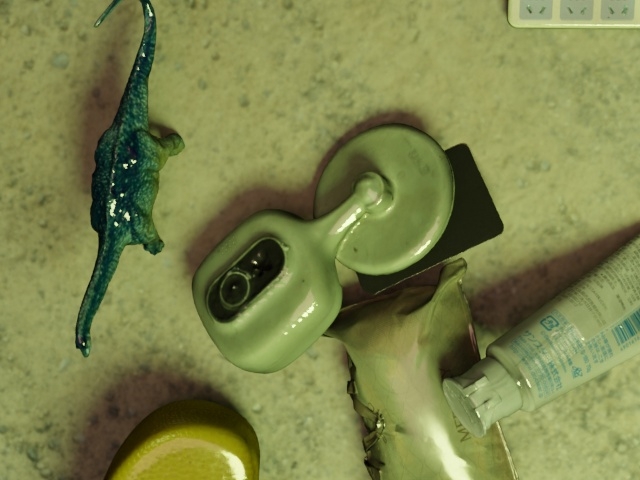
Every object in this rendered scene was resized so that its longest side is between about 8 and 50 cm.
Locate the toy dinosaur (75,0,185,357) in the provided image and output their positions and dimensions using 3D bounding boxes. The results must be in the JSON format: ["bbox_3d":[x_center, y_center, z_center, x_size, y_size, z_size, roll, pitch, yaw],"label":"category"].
[{"bbox_3d":[-0.196,-0.064,1.143,0.076,0.147,0.363,10,90,7],"label":"toy dinosaur"}]

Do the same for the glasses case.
[{"bbox_3d":[-0.163,0.351,1.180,0.173,0.141,0.371,6,98,-5],"label":"glasses case"}]

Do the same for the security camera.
[{"bbox_3d":[0.000,0.000,1.120,0.301,0.080,0.157,-42,56,12],"label":"security camera"}]

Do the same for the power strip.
[{"bbox_3d":[0.272,-0.247,1.091,0.192,0.035,0.081,3,97,10],"label":"power strip"}]

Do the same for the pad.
[{"bbox_3d":[0.097,-0.022,1.136,0.157,0.003,0.112,-25,63,11],"label":"pad"}]

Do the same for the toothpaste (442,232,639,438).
[{"bbox_3d":[0.257,0.086,1.080,0.299,0.073,0.114,-29,89,-15],"label":"toothpaste"}]

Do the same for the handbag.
[{"bbox_3d":[0.095,0.169,1.130,0.183,0.117,0.270,-16,91,20],"label":"handbag"}]
